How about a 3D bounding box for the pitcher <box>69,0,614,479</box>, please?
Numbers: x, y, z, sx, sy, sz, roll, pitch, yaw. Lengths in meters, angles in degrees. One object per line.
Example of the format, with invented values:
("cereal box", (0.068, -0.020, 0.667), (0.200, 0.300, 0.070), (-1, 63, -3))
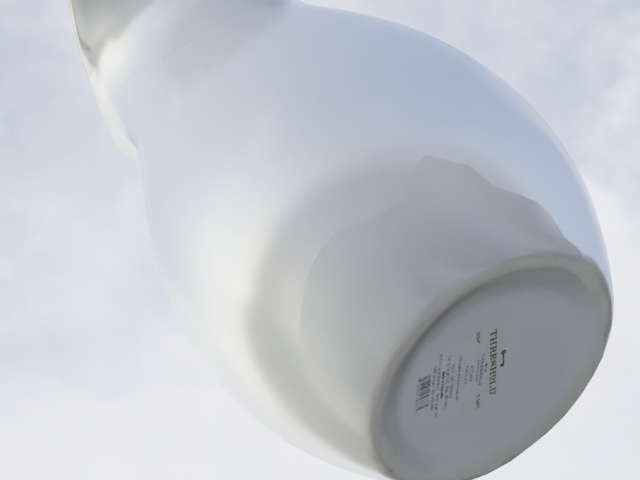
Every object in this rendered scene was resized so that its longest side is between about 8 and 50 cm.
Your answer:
("pitcher", (0.000, 0.000, 0.537), (0.125, 0.207, 0.178), (-24, -46, -19))
